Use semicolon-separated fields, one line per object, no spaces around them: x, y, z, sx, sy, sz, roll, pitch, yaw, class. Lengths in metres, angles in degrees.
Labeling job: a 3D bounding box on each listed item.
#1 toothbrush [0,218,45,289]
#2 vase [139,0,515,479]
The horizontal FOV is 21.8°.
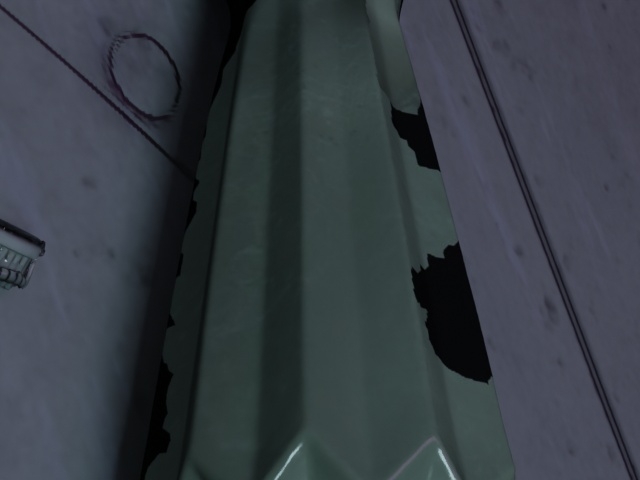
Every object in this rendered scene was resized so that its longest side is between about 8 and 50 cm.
-0.222;-0.046;0.623;0.288;0.024;0.026;31;65;-38;toothbrush
0.000;0.000;0.765;0.165;0.165;0.360;26;49;-39;vase
